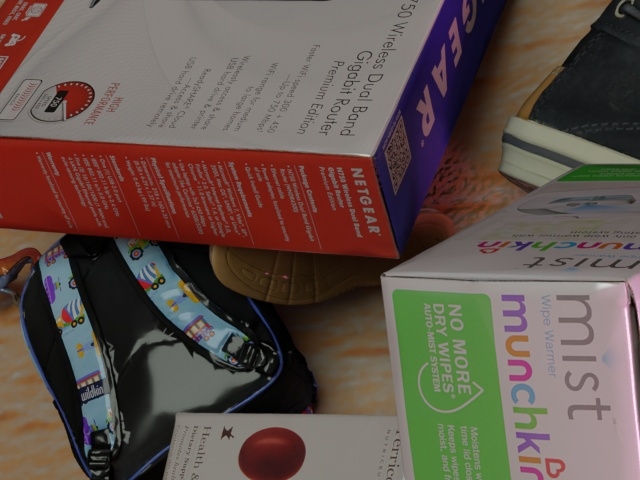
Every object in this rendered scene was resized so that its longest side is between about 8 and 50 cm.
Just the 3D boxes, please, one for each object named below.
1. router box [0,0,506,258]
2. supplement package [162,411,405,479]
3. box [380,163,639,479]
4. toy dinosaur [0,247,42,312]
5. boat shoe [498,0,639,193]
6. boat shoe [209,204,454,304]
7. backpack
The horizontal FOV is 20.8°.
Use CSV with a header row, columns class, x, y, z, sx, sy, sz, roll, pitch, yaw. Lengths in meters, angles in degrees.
class,x,y,z,sx,sy,sz,roll,pitch,yaw
router box,-0.047,-0.142,1.116,0.301,0.082,0.335,4,46,22
supplement package,0.015,0.205,0.969,0.203,0.149,0.194,-6,67,46
box,0.149,0.112,0.841,0.126,0.231,0.262,1,106,32
toy dinosaur,-0.223,0.028,1.206,0.082,0.090,0.047,129,144,-49
boat shoe,0.332,-0.015,0.947,0.500,0.187,0.156,25,88,32
boat shoe,0.000,0.000,1.097,0.059,0.170,0.063,38,124,52
backpack,-0.103,0.065,1.120,0.158,0.117,0.173,-35,63,7
